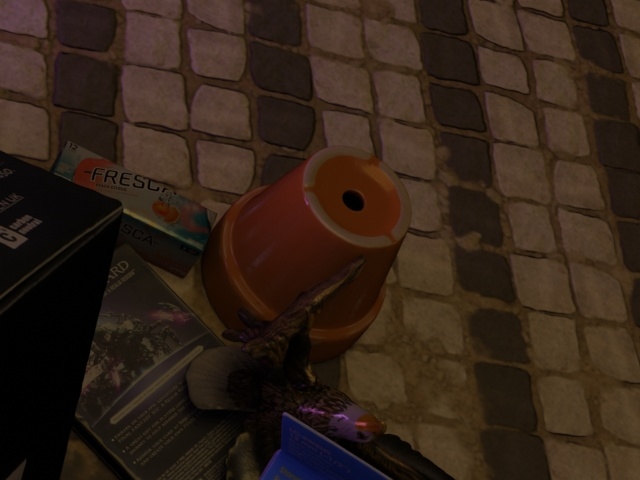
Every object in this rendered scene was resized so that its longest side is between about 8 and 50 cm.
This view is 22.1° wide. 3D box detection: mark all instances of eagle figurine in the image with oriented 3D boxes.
[{"bbox_3d":[0.012,0.204,1.637,0.226,0.225,0.298,-24,105,0],"label":"eagle figurine"}]

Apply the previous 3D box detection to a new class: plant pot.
[{"bbox_3d":[0.000,0.000,1.770,0.205,0.188,0.205,15,52,-20],"label":"plant pot"}]

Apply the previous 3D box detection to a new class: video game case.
[{"bbox_3d":[-0.173,0.148,1.681,0.274,0.026,0.196,45,49,6],"label":"video game case"}]

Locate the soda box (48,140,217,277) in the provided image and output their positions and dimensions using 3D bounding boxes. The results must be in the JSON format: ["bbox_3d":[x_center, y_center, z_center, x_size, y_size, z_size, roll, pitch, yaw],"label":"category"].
[{"bbox_3d":[-0.209,-0.033,1.760,0.183,0.063,0.058,26,50,-11],"label":"soda box"}]

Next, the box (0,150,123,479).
[{"bbox_3d":[-0.440,0.134,1.093,0.471,0.480,0.297,23,28,10],"label":"box"}]

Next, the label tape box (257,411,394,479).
[{"bbox_3d":[0.026,0.332,1.408,0.249,0.348,0.115,31,56,16],"label":"label tape box"}]
